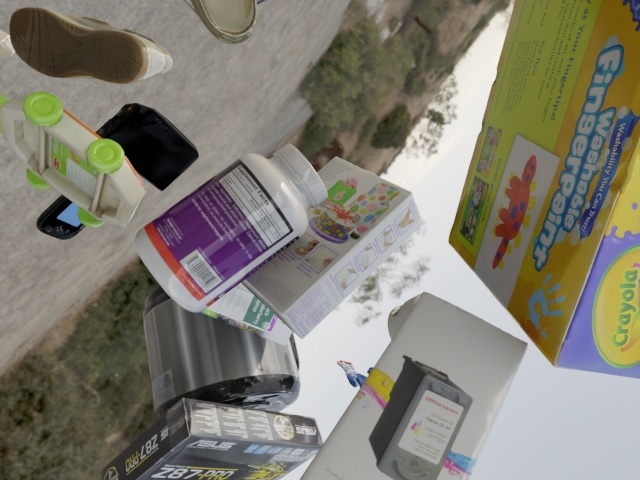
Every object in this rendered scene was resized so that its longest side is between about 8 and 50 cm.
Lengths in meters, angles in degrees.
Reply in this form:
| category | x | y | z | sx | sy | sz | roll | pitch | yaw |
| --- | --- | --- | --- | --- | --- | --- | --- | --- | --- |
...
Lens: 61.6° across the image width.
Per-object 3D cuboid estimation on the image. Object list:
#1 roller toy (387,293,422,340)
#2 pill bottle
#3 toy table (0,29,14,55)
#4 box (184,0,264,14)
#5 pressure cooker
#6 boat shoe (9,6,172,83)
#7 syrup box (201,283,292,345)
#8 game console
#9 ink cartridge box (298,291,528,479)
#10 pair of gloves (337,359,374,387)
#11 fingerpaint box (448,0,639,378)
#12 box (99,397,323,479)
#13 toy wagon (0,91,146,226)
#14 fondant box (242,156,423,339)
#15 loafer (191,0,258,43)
| category | x | y | z | sx | sy | sz | roll | pitch | yaw |
| --- | --- | --- | --- | --- | --- | --- | --- | --- | --- |
| roller toy | 0.305 | 0.271 | 1.632 | 0.146 | 0.209 | 0.191 | -36 | -137 | 36 |
| pill bottle | -0.151 | -0.031 | 0.961 | 0.323 | 0.181 | 0.181 | -37 | -176 | -7 |
| toy table | -0.713 | -0.416 | 0.990 | 0.160 | 0.275 | 0.252 | 75 | 38 | -63 |
| box | -0.138 | -0.517 | 0.891 | 0.296 | 0.293 | 0.073 | -35 | 154 | -13 |
| pressure cooker | -0.263 | 0.249 | 1.390 | 0.370 | 0.420 | 0.375 | -19 | 153 | 1 |
| boat shoe | -0.401 | -0.333 | 0.930 | 0.098 | 0.303 | 0.109 | -37 | 139 | -62 |
| syrup box | -0.164 | 0.135 | 1.199 | 0.096 | 0.237 | 0.093 | -87 | -159 | -72 |
| game console | -0.454 | -0.131 | 1.183 | 0.361 | 0.044 | 0.213 | -43 | 147 | 1 |
| ink cartridge box | 0.074 | 0.241 | 0.562 | 0.306 | 0.131 | 0.226 | -49 | 158 | -34 |
| pair of gloves | 0.141 | 0.357 | 1.364 | 0.159 | 0.198 | 0.023 | 37 | -74 | 55 |
| fingerpaint box | 0.325 | -0.130 | 0.613 | 0.371 | 0.163 | 0.444 | -99 | -161 | -72 |
| box | -0.235 | 0.494 | 1.217 | 0.318 | 0.395 | 0.097 | -43 | -133 | 20 |
| toy wagon | -0.472 | -0.160 | 0.952 | 0.068 | 0.344 | 0.267 | -57 | -169 | -32 |
| fondant box | 0.000 | 0.000 | 1.054 | 0.330 | 0.096 | 0.238 | -43 | -137 | -12 |
| loafer | -0.087 | -0.235 | 0.439 | 0.056 | 0.147 | 0.050 | -22 | -150 | -10 |
